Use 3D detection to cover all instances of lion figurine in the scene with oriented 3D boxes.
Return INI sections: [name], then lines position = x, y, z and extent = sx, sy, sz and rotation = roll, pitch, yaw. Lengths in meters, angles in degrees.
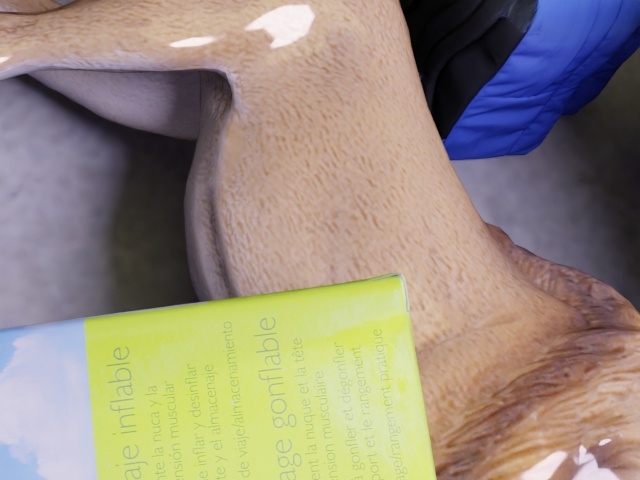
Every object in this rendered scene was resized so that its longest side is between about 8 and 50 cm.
[lion figurine]
position = 0.000, 0.000, 0.499
extent = 0.240, 0.142, 0.392
rotation = -20, 78, -11

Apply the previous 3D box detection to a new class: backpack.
[backpack]
position = 0.084, -0.103, 0.599
extent = 0.101, 0.120, 0.098
rotation = -12, 66, -23

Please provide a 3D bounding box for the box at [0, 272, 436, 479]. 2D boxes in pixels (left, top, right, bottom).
[box]
position = -0.058, 0.074, 0.381
extent = 0.178, 0.042, 0.109
rotation = -7, 70, -4
